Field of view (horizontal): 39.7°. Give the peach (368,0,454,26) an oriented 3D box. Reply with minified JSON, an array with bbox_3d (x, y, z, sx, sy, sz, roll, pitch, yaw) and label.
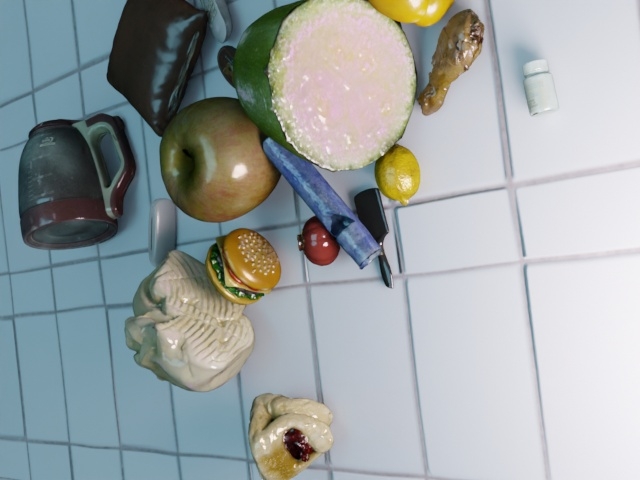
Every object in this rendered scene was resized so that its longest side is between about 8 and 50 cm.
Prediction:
[{"bbox_3d":[0.146,-0.438,1.489,0.179,0.179,0.103,65,150,18],"label":"peach"}]

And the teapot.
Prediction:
[{"bbox_3d":[-0.608,-0.166,2.217,0.315,0.233,0.312,-16,76,13],"label":"teapot"}]

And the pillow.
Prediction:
[{"bbox_3d":[-0.386,-0.440,2.039,0.305,0.108,0.308,44,120,38],"label":"pillow"}]

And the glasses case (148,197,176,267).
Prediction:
[{"bbox_3d":[-0.372,-0.017,2.086,0.041,0.063,0.164,9,100,43],"label":"glasses case"}]

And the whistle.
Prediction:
[{"bbox_3d":[0.001,-0.079,1.666,0.304,0.062,0.062,51,126,13],"label":"whistle"}]

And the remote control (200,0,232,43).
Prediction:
[{"bbox_3d":[-0.233,-0.528,1.931,0.073,0.044,0.229,117,137,-57],"label":"remote control"}]

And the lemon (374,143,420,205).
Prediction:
[{"bbox_3d":[0.138,-0.115,1.583,0.082,0.082,0.111,-12,85,43],"label":"lemon"}]

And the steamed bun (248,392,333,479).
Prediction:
[{"bbox_3d":[-0.049,0.381,1.757,0.155,0.172,0.141,-16,119,12],"label":"steamed bun"}]

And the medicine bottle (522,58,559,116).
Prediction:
[{"bbox_3d":[0.346,-0.240,1.400,0.047,0.047,0.083,-16,81,43],"label":"medicine bottle"}]

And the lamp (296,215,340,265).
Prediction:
[{"bbox_3d":[0.000,0.000,1.715,0.101,0.090,0.101,171,90,-88],"label":"lamp"}]

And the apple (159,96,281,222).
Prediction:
[{"bbox_3d":[-0.192,-0.162,1.789,0.256,0.234,0.257,5,97,40],"label":"apple"}]

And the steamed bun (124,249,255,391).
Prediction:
[{"bbox_3d":[-0.282,0.196,1.897,0.320,0.275,0.206,-87,19,-45],"label":"steamed bun"}]

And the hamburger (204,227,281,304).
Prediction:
[{"bbox_3d":[-0.158,0.052,1.830,0.115,0.162,0.162,-38,68,31],"label":"hamburger"}]

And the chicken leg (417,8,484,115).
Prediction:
[{"bbox_3d":[0.216,-0.296,1.509,0.085,0.069,0.198,51,131,30],"label":"chicken leg"}]

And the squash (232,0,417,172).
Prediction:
[{"bbox_3d":[-0.036,-0.280,1.614,0.309,0.310,0.310,8,99,57],"label":"squash"}]

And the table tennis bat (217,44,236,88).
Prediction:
[{"bbox_3d":[-0.135,-0.400,1.873,0.107,0.119,0.170,48,151,0],"label":"table tennis bat"}]

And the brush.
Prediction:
[{"bbox_3d":[0.108,-0.002,1.665,0.063,0.016,0.193,-19,79,42],"label":"brush"}]
